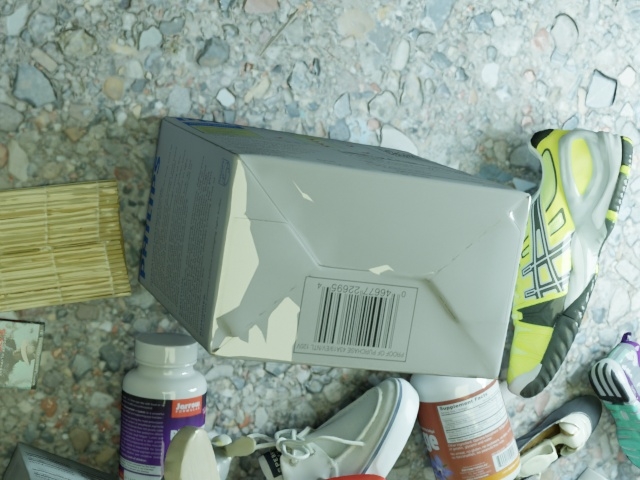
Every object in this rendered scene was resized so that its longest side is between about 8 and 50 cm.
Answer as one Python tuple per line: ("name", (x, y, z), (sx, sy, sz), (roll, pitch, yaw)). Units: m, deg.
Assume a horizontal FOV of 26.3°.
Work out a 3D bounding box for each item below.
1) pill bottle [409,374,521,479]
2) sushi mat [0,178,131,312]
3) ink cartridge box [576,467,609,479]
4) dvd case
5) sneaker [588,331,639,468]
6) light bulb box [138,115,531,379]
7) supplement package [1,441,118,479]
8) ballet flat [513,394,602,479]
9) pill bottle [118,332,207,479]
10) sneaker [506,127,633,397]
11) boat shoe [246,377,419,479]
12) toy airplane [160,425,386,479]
("pill bottle", (0.191, 0.228, 1.869), (0.121, 0.121, 0.216), (-20, 102, -15))
("sushi mat", (-0.395, 0.014, 1.680), (0.317, 0.019, 0.151), (-7, 99, -18))
("ink cartridge box", (0.434, 0.465, 1.935), (0.171, 0.233, 0.168), (44, 84, -21))
("dvd case", (-0.407, 0.139, 1.703), (0.119, 0.013, 0.087), (8, 97, -21))
("sneaker", (0.474, 0.241, 1.998), (0.098, 0.083, 0.223), (-46, 122, -30))
("light bulb box", (0.000, 0.000, 1.636), (0.358, 0.361, 0.225), (7, 98, -20))
("supplement package", (-0.330, 0.384, 1.670), (0.149, 0.203, 0.194), (24, 91, -21))
("ballet flat", (0.332, 0.292, 1.958), (0.203, 0.074, 0.074), (-28, 107, -13))
("pill bottle", (-0.199, 0.219, 1.738), (0.108, 0.108, 0.193), (0, 99, -19))
("sneaker", (0.313, 0.027, 1.892), (0.147, 0.145, 0.384), (17, 97, 10))
("boat shoe", (-0.032, 0.305, 1.811), (0.156, 0.136, 0.367), (38, 95, -18))
("toy airplane", (-0.110, 0.423, 1.626), (0.384, 0.272, 0.386), (24, 90, -46))
